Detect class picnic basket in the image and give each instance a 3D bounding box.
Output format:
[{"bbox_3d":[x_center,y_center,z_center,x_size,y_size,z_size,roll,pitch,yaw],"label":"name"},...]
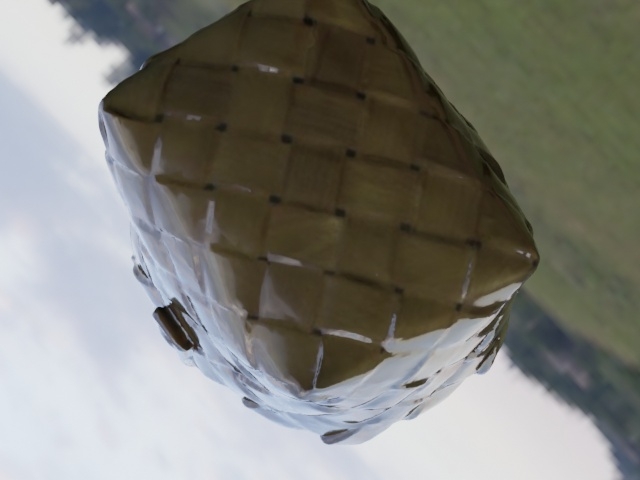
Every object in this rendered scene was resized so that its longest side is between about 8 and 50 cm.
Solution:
[{"bbox_3d":[0.000,0.000,0.664,0.138,0.128,0.178,57,169,9],"label":"picnic basket"}]
